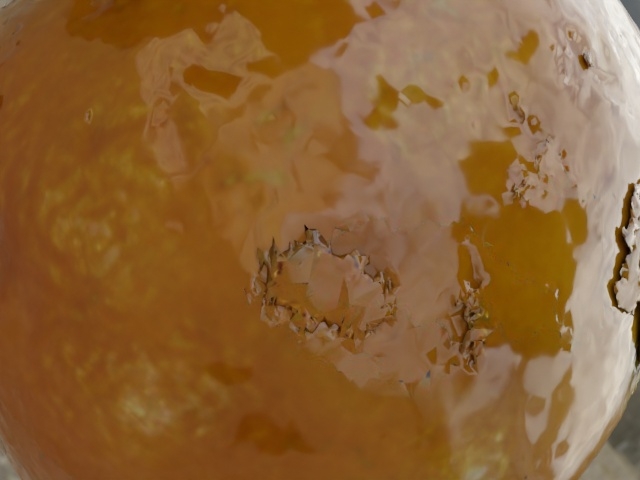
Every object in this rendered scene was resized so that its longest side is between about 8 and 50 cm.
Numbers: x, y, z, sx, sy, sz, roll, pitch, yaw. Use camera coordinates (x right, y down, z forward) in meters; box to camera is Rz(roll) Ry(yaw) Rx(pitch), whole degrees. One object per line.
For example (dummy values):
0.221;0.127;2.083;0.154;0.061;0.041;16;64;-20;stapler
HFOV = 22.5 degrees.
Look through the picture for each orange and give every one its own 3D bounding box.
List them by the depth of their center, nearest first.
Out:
0.000;0.000;0.524;0.246;0.246;0.246;48;10;-11;orange
